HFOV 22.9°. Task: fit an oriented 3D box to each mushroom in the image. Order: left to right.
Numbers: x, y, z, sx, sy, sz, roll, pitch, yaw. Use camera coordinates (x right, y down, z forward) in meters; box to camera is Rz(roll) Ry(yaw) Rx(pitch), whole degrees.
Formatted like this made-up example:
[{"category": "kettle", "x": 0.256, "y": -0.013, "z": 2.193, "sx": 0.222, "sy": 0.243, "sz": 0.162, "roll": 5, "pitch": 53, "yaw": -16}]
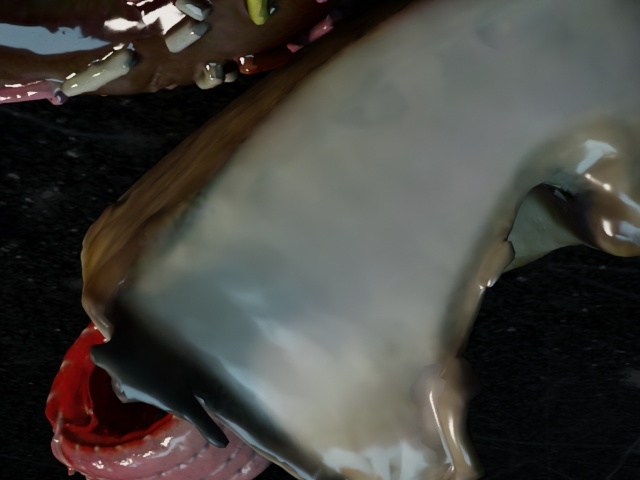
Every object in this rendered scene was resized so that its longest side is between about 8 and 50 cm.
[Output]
[{"category": "mushroom", "x": 0.023, "y": -0.035, "z": 0.934, "sx": 0.224, "sy": 0.313, "sz": 0.397, "roll": 39, "pitch": 180, "yaw": -12}]

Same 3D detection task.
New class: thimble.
[{"category": "thimble", "x": -0.123, "y": 0.132, "z": 1.329, "sx": 0.190, "sy": 0.163, "sz": 0.125, "roll": -20, "pitch": 147, "yaw": 27}]

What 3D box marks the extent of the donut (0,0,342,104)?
[{"category": "donut", "x": -0.112, "y": -0.161, "z": 0.735, "sx": 0.345, "sy": 0.136, "sz": 0.259, "roll": -9, "pitch": 150, "yaw": 26}]
